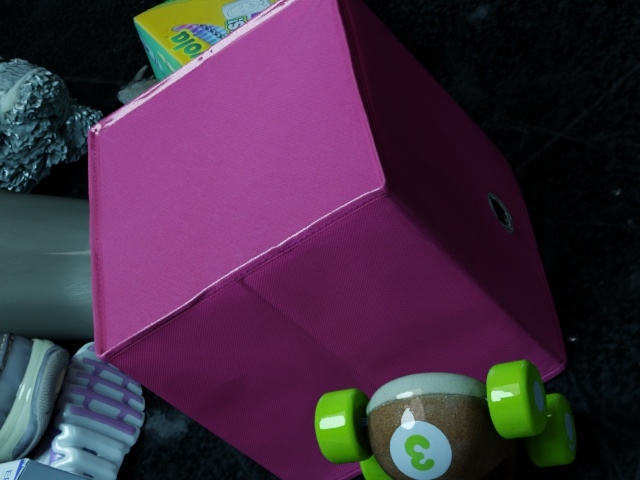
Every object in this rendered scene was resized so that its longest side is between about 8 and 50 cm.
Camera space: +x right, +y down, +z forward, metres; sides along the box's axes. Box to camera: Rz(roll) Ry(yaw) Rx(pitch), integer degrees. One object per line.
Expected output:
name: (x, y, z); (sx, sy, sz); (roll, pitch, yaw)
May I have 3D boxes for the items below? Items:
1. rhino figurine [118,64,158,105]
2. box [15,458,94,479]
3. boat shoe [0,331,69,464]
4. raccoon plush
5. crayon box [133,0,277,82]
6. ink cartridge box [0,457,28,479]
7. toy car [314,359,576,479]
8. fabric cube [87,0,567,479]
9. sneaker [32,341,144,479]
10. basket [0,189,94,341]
rhino figurine: (-0.166, -0.118, 1.460); (0.106, 0.073, 0.243); (-30, 40, 7)
box: (-0.105, 0.265, 1.019); (0.261, 0.184, 0.103); (6, 64, 43)
boat shoe: (-0.364, 0.170, 1.304); (0.355, 0.130, 0.132); (-42, 28, 41)
raccoon plush: (-0.376, 0.009, 1.506); (0.299, 0.216, 0.446); (-10, 90, 10)
crayon box: (-0.053, -0.176, 1.357); (0.165, 0.081, 0.278); (-29, 39, -14)
ink cartridge box: (-0.384, 0.307, 1.223); (0.371, 0.069, 0.175); (-19, 46, 38)
toy car: (0.092, 0.195, 0.946); (0.155, 0.149, 0.188); (-12, 63, 22)
fabric cube: (0.000, 0.000, 1.078); (0.259, 0.258, 0.254); (-30, 42, 20)
sneaker: (-0.231, 0.204, 1.255); (0.104, 0.095, 0.236); (-25, 46, 36)
basket: (-0.244, 0.029, 1.348); (0.227, 0.204, 0.154); (2, 105, 35)
